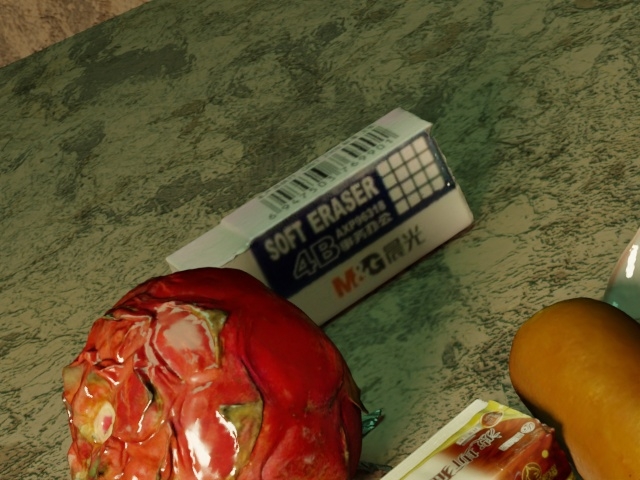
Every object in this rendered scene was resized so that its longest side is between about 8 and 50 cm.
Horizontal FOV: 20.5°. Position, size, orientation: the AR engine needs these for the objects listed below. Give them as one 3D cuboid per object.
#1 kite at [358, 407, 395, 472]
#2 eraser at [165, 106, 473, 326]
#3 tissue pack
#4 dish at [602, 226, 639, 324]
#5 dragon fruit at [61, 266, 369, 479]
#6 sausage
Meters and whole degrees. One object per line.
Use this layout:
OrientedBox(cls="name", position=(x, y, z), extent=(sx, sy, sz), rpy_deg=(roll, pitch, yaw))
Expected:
OrientedBox(cls="kite", position=(0.010, 0.185, 1.474), extent=(0.157, 0.011, 0.139), rpy_deg=(1, 39, 49))
OrientedBox(cls="eraser", position=(0.000, 0.000, 1.715), extent=(0.287, 0.130, 0.086), rpy_deg=(-32, 28, -15))
OrientedBox(cls="tissue pack", position=(0.102, 0.200, 1.225), extent=(0.149, 0.106, 0.099), rpy_deg=(-37, 25, -21))
OrientedBox(cls="dish", position=(0.310, 0.054, 1.295), extent=(0.229, 0.081, 0.229), rpy_deg=(-31, 49, 43))
OrientedBox(cls="dragon fruit", position=(-0.082, 0.139, 1.360), extent=(0.241, 0.252, 0.241), rpy_deg=(-46, 21, 24))
OrientedBox(cls="sausage", position=(0.222, 0.133, 1.214), extent=(0.105, 0.105, 0.274), rpy_deg=(-29, 37, -6))
